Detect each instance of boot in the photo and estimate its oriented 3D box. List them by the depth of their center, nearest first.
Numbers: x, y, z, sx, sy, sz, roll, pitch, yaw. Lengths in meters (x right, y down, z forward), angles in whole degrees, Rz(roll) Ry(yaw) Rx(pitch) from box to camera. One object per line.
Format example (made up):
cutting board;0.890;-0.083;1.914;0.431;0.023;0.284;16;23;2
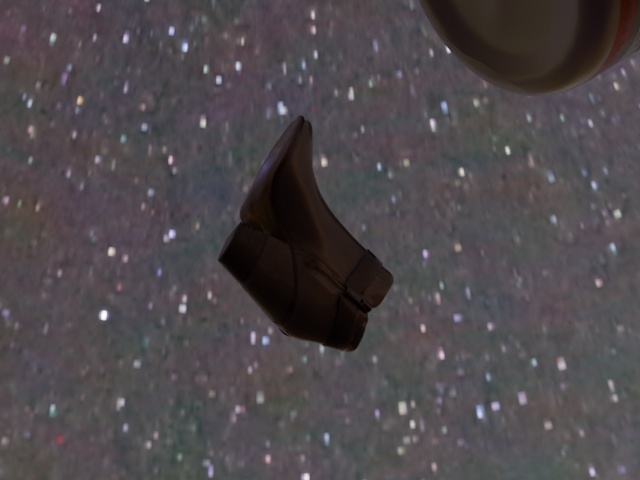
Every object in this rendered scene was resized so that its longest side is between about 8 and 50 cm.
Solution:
boot;0.000;0.000;0.825;0.087;0.118;0.042;32;-34;-10

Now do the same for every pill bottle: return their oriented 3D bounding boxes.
pill bottle;0.261;-0.276;1.282;0.363;0.210;0.210;-31;-52;-31
